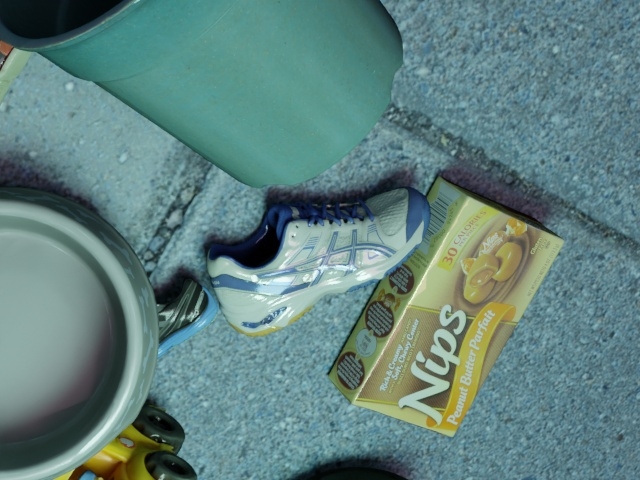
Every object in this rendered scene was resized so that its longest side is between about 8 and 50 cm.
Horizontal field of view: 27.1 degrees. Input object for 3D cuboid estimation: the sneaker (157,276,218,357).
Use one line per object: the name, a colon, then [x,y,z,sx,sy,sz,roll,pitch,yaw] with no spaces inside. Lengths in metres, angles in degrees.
sneaker: [-0.217,0.110,1.626,0.188,0.067,0.078,-33,92,0]

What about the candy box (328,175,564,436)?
candy box: [0.168,0.093,1.776,0.183,0.087,0.316,22,102,-31]

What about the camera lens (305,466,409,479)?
camera lens: [0.050,0.466,1.812,0.219,0.219,0.274,-9,116,-21]

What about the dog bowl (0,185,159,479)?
dog bowl: [-0.349,0.109,1.451,0.349,0.102,0.348,0,89,-9]

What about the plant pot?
plant pot: [-0.106,-0.242,1.375,0.341,0.341,0.334,-48,132,1]

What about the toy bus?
toy bus: [-0.274,0.272,1.580,0.211,0.220,0.149,28,104,-26]

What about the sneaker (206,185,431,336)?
sneaker: [0.000,0.000,1.642,0.296,0.112,0.131,-31,122,-10]

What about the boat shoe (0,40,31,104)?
boat shoe: [-0.364,-0.171,1.435,0.043,0.049,0.137,37,99,9]
